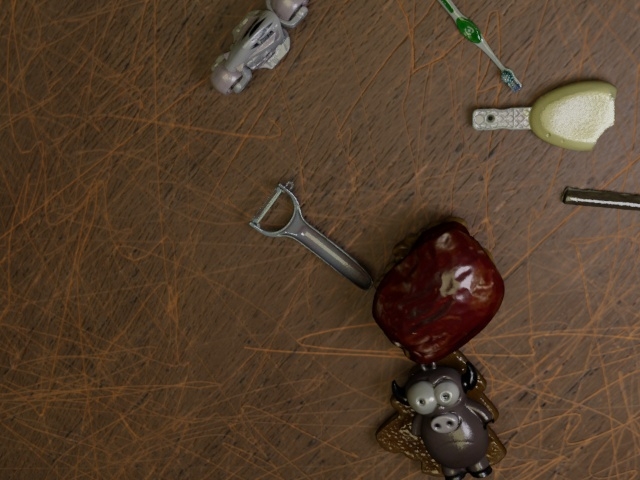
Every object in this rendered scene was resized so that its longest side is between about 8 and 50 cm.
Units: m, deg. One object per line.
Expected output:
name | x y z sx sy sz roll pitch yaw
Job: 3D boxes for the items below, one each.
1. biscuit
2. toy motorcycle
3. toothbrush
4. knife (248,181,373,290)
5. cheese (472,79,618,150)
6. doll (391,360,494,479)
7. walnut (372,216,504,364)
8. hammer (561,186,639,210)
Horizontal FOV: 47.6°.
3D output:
biscuit | 0.267 0.360 1.536 0.278 0.043 0.301 11 105 10
toy motorcycle | -0.120 -0.376 1.366 0.112 0.112 0.254 43 108 -3
toothbrush | 0.268 -0.392 1.331 0.030 0.030 0.304 -39 93 19
knife | 0.001 0.000 1.480 0.278 0.053 0.123 37 105 -2
cheese | 0.410 -0.224 1.337 0.256 0.050 0.127 -1 107 13
doll | 0.252 0.356 1.454 0.182 0.117 0.257 -18 101 19
walnut | 0.209 0.091 1.391 0.269 0.222 0.244 -44 62 12
hammer | 0.605 -0.069 1.354 0.297 0.027 0.125 8 102 9
